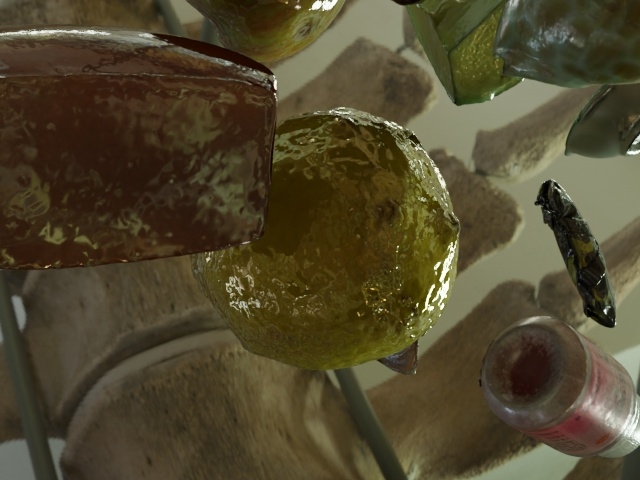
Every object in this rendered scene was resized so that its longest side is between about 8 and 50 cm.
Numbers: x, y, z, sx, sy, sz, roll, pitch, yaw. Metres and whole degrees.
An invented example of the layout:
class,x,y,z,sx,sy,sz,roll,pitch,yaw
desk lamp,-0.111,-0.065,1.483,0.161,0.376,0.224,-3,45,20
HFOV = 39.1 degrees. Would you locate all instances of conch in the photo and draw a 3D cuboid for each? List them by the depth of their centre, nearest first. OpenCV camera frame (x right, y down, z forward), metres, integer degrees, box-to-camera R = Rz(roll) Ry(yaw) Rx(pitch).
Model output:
class,x,y,z,sx,sy,sz,roll,pitch,yaw
conch,0.198,-0.160,0.609,0.173,0.106,0.116,4,-144,30

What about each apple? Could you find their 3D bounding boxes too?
class,x,y,z,sx,sy,sz,roll,pitch,yaw
apple,-0.078,-0.392,1.271,0.264,0.264,0.264,-2,-127,2

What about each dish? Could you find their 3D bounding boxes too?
class,x,y,z,sx,sy,sz,roll,pitch,yaw
dish,0.457,-0.192,1.282,0.078,0.246,0.224,48,-154,22

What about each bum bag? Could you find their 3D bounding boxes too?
class,x,y,z,sx,sy,sz,roll,pitch,yaw
bum bag,0.374,0.018,1.301,0.060,0.107,0.232,-27,-102,18

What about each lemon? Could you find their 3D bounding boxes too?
class,x,y,z,sx,sy,sz,roll,pitch,yaw
lemon,0.000,0.000,1.203,0.387,0.350,0.349,-10,-131,27

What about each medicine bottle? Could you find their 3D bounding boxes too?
class,x,y,z,sx,sy,sz,roll,pitch,yaw
medicine bottle,0.317,0.196,1.135,0.147,0.247,0.147,-23,-128,34

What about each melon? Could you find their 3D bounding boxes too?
class,x,y,z,sx,sy,sz,roll,pitch,yaw
melon,0.187,-0.336,1.181,0.196,0.124,0.323,-37,-132,16

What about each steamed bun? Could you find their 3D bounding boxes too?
class,x,y,z,sx,sy,sz,roll,pitch,yaw
steamed bun,-0.243,-0.107,0.946,0.379,0.235,0.248,-6,-159,-32

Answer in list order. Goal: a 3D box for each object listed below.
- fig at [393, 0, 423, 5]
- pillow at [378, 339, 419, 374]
class,x,y,z,sx,sy,sz,roll,pitch,yaw
fig,0.084,-0.348,0.974,0.154,0.144,0.165,24,-101,14
pillow,0.115,0.122,1.458,0.135,0.211,0.034,27,-138,27
